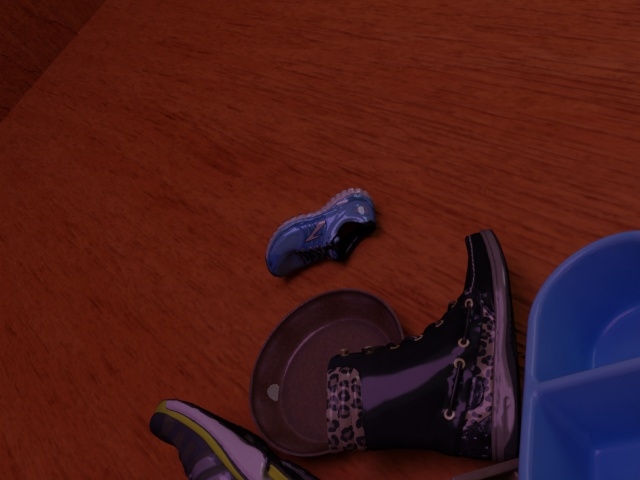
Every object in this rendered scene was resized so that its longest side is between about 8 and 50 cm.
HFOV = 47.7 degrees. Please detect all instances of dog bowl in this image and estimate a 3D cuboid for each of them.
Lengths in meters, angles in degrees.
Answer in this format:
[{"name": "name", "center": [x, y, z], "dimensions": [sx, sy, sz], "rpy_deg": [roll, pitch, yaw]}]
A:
[{"name": "dog bowl", "center": [0.223, 0.111, 0.518], "dimensions": [0.166, 0.074, 0.297], "rpy_deg": [-26, 32, 38]}]

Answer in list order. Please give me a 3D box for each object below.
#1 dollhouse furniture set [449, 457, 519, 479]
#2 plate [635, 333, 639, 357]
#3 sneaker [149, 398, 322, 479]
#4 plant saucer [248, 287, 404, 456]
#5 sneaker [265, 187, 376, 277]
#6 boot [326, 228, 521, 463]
[{"name": "dollhouse furniture set", "center": [0.148, 0.295, 0.558], "dimensions": [0.182, 0.101, 0.161], "rpy_deg": [55, 131, 37]}, {"name": "plate", "center": [0.359, 0.069, 0.509], "dimensions": [0.277, 0.045, 0.278], "rpy_deg": [-43, 24, 8]}, {"name": "sneaker", "center": [-0.102, 0.260, 0.756], "dimensions": [0.300, 0.111, 0.121], "rpy_deg": [18, 73, 48]}, {"name": "plant saucer", "center": [0.011, 0.147, 0.801], "dimensions": [0.198, 0.036, 0.199], "rpy_deg": [-21, 45, 23]}, {"name": "sneaker", "center": [0.000, 0.000, 0.914], "dimensions": [0.162, 0.063, 0.073], "rpy_deg": [-34, 45, 14]}, {"name": "boot", "center": [0.097, 0.097, 0.701], "dimensions": [0.178, 0.085, 0.237], "rpy_deg": [-5, 56, 14]}]
